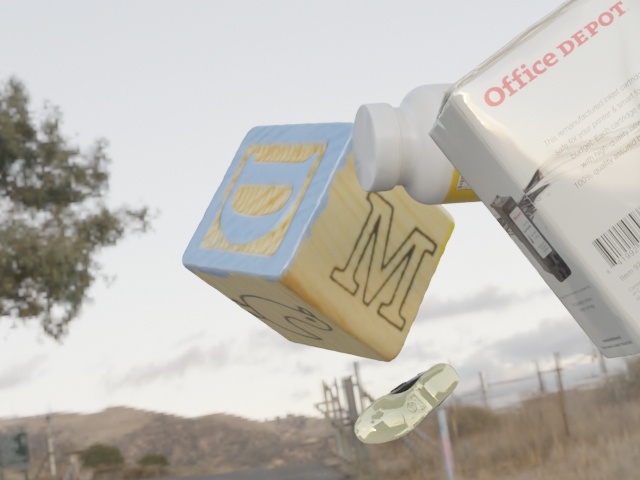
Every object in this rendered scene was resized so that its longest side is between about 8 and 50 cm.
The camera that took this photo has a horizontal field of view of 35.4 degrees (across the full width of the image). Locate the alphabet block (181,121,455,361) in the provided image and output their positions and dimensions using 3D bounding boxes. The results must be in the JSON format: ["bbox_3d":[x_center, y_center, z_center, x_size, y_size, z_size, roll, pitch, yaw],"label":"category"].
[{"bbox_3d":[0.000,0.000,1.125,0.192,0.193,0.197,7,-26,50],"label":"alphabet block"}]

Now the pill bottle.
[{"bbox_3d":[0.125,-0.083,0.858,0.184,0.103,0.103,-4,-12,-13],"label":"pill bottle"}]

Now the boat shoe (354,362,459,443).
[{"bbox_3d":[0.093,0.183,1.098,0.133,0.049,0.042,-32,-13,-19],"label":"boat shoe"}]

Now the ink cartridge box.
[{"bbox_3d":[0.142,-0.036,0.488,0.109,0.150,0.063,-36,-7,-9],"label":"ink cartridge box"}]
